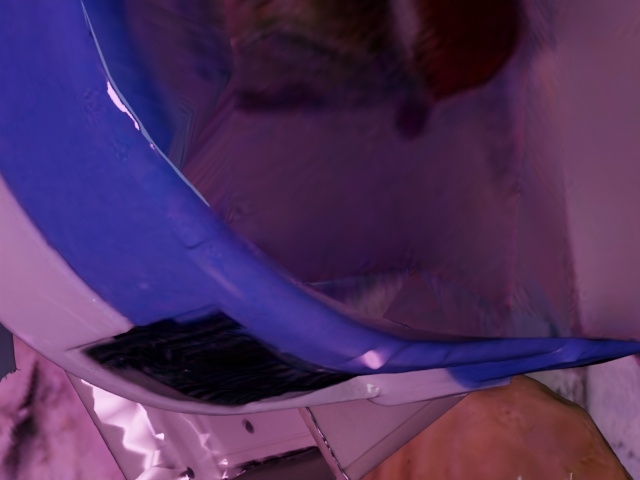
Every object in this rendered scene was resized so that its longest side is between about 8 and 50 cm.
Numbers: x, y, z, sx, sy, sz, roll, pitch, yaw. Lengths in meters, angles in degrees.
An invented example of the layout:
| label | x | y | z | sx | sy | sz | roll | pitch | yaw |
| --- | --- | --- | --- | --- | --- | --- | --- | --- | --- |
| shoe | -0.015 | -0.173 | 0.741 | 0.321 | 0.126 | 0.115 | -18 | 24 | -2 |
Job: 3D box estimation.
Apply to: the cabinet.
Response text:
| label | x | y | z | sx | sy | sz | roll | pitch | yaw |
| --- | --- | --- | --- | --- | --- | --- | --- | --- | --- |
| cabinet | 0.000 | 0.000 | 0.707 | 0.206 | 0.150 | 0.145 | -33 | 98 | -40 |

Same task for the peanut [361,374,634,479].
| label | x | y | z | sx | sy | sz | roll | pitch | yaw |
| --- | --- | --- | --- | --- | --- | --- | --- | --- | --- |
| peanut | 0.068 | 0.205 | 0.733 | 0.159 | 0.143 | 0.291 | 27 | 67 | -25 |

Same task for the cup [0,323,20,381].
| label | x | y | z | sx | sy | sz | roll | pitch | yaw |
| --- | --- | --- | --- | --- | --- | --- | --- | --- | --- |
| cup | -0.184 | -0.052 | 0.575 | 0.134 | 0.148 | 0.235 | -13 | 97 | -22 |

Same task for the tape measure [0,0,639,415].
| label | x | y | z | sx | sy | sz | roll | pitch | yaw |
| --- | --- | --- | --- | --- | --- | --- | --- | --- | --- |
| tape measure | -0.012 | -0.071 | 0.533 | 0.262 | 0.138 | 0.259 | -4 | 78 | -39 |
